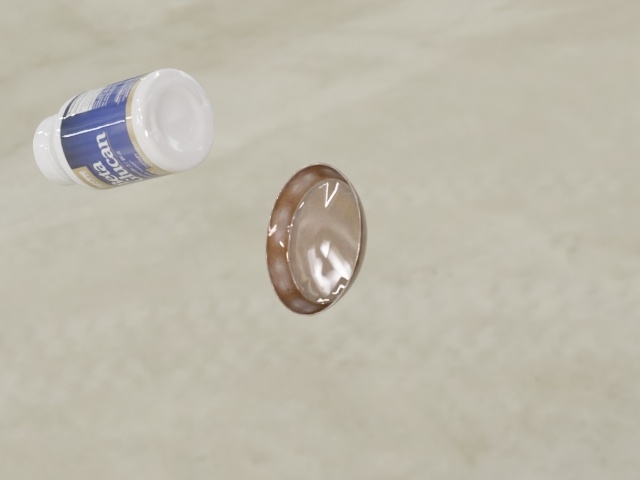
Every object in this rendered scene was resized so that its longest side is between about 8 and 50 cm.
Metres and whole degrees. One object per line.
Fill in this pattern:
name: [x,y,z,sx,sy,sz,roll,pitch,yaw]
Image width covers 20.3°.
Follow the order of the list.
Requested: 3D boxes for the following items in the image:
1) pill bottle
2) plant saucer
pill bottle: [-0.185,-0.096,1.635,0.169,0.094,0.094,-11,18,43]
plant saucer: [0.000,0.000,1.946,0.029,0.168,0.168,8,9,-37]
